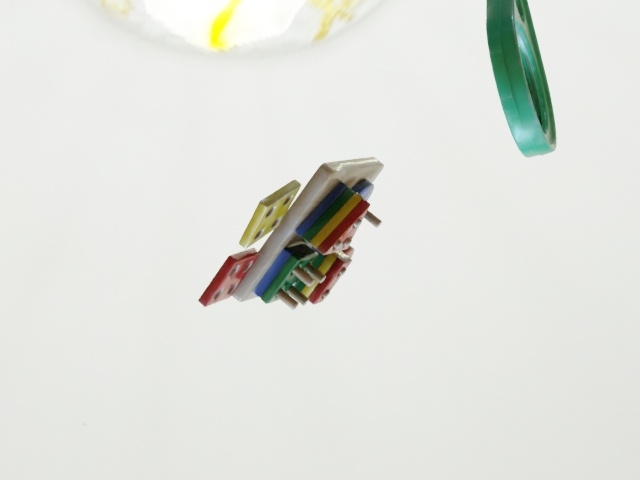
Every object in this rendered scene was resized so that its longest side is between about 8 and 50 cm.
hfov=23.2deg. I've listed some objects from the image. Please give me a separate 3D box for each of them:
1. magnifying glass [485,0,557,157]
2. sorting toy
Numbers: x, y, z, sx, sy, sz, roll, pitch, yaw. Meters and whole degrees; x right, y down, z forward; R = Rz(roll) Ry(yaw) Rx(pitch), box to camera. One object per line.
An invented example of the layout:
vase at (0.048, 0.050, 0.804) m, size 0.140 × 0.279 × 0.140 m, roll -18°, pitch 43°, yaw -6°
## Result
magnifying glass at (0.123, -0.160, 1.014) m, size 0.026 × 0.092 × 0.231 m, roll -16°, pitch -119°, yaw 17°
sorting toy at (0.000, 0.000, 1.255) m, size 0.046 × 0.274 × 0.132 m, roll 40°, pitch -73°, yaw 13°
